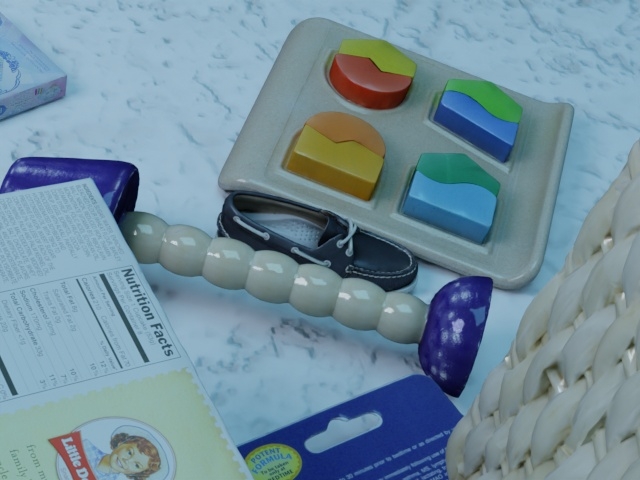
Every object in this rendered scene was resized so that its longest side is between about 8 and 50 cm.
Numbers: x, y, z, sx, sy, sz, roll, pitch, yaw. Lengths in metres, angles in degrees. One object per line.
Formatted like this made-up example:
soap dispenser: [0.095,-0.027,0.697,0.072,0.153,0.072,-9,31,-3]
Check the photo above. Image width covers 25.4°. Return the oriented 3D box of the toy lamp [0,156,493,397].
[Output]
toy lamp: [-0.044,0.014,0.789,0.275,0.080,0.080,15,43,1]

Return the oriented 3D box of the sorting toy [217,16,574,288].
sorting toy: [0.057,-0.069,0.931,0.208,0.038,0.193,18,44,3]

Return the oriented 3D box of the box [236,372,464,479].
box: [0.061,0.172,0.686,0.136,0.036,0.225,-19,55,-31]

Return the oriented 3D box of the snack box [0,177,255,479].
snack box: [-0.112,0.125,0.541,0.187,0.060,0.322,-13,57,-33]

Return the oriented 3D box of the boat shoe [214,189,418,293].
boat shoe: [0.000,0.000,0.844,0.125,0.038,0.046,16,43,1]

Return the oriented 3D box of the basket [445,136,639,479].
basket: [0.217,0.145,0.519,0.267,0.331,0.328,7,54,-10]

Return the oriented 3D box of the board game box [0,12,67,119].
board game box: [-0.225,-0.110,0.908,0.090,0.020,0.090,-27,57,-35]
